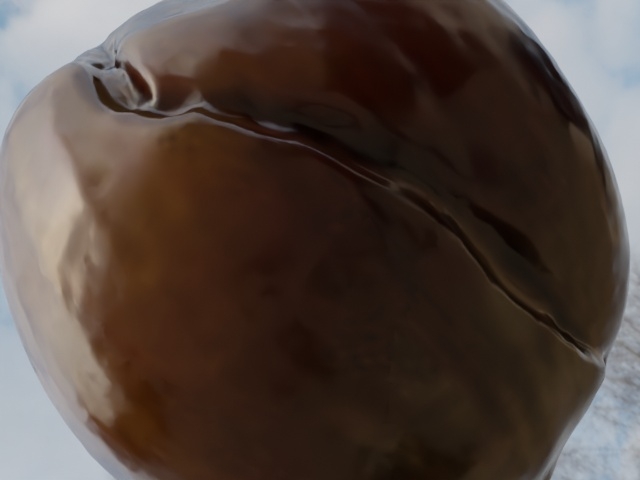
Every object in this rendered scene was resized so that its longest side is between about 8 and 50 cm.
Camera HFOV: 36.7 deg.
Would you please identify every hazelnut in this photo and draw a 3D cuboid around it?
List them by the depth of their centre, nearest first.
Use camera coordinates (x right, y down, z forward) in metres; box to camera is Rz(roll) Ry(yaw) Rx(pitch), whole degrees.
[{"bbox_3d":[0.000,0.000,0.559,0.372,0.372,0.315,-25,-15,-18],"label":"hazelnut"}]
